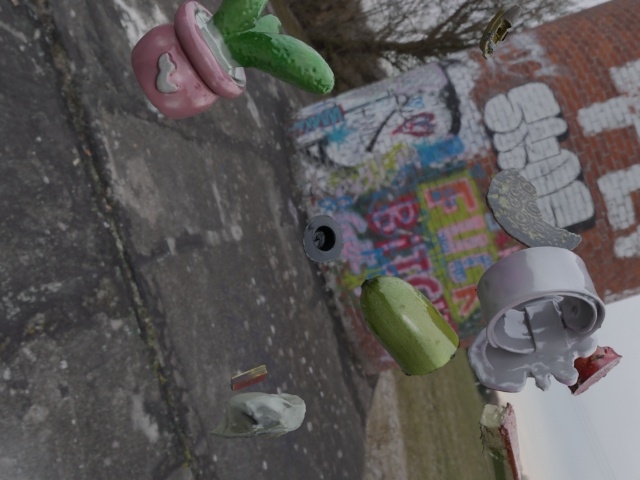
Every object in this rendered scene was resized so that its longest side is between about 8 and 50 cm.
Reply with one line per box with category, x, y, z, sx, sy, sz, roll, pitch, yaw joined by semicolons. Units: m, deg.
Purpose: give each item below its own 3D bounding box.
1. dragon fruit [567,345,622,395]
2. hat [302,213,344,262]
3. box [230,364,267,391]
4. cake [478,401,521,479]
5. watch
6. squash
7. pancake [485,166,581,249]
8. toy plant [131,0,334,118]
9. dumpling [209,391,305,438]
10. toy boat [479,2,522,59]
dragon fruit;0.630;0.292;1.472;0.111;0.153;0.153;49;-8;34
hat;0.000;0.000;1.443;0.050;0.121;0.121;-22;-94;60
box;-0.186;0.356;1.565;0.133;0.090;0.023;114;-45;-67
cake;0.466;0.512;1.561;0.116;0.086;0.220;-51;129;-47
watch;0.374;0.143;1.088;0.231;0.244;0.196;64;16;-45
squash;0.140;0.134;1.050;0.186;0.123;0.123;50;10;-11
pancake;0.390;-0.059;1.126;0.020;0.184;0.190;113;-15;-56
toy plant;-0.189;-0.379;1.252;0.316;0.356;0.210;62;11;-13
dumpling;-0.121;0.347;1.192;0.150;0.177;0.092;168;-71;-76
toy boat;0.432;-0.509;1.474;0.047;0.149;0.049;31;3;-46
